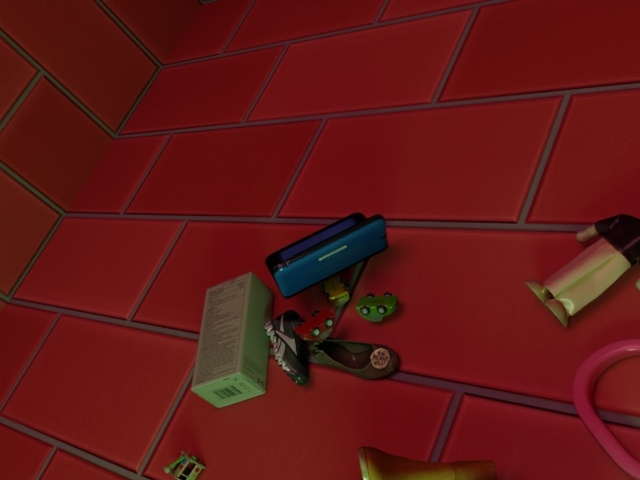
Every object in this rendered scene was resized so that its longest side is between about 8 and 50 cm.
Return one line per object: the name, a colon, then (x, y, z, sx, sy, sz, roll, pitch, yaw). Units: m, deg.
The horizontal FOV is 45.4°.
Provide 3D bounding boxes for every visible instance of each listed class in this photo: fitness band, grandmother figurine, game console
fitness band: (0.556, 0.283, 1.291, 0.209, 0.054, 0.291, -39, 38, 7)
grandmother figurine: (0.574, 0.022, 1.478, 0.342, 0.104, 0.208, -42, 47, 7)
game console: (0.000, 0.000, 1.890, 0.293, 0.250, 0.173, -27, 65, -6)

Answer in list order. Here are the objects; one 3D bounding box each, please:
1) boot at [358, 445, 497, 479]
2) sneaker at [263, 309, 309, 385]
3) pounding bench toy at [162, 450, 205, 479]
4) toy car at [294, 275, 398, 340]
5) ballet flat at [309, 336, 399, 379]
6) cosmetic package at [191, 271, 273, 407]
boot: (0.189, 0.396, 1.292, 0.211, 0.295, 0.104, -14, 57, 11)
sneaker: (-0.062, 0.246, 1.844, 0.106, 0.078, 0.234, -41, 37, 8)
pounding bench toy: (-0.325, 0.532, 1.811, 0.052, 0.083, 0.065, 20, 71, 49)
toy car: (0.077, 0.164, 1.793, 0.224, 0.053, 0.239, -4, 31, 24)
ballet flat: (0.068, 0.257, 1.735, 0.249, 0.058, 0.084, 6, 60, 44)
cosmetic package: (-0.220, 0.250, 1.951, 0.160, 0.113, 0.309, -21, 43, 26)
